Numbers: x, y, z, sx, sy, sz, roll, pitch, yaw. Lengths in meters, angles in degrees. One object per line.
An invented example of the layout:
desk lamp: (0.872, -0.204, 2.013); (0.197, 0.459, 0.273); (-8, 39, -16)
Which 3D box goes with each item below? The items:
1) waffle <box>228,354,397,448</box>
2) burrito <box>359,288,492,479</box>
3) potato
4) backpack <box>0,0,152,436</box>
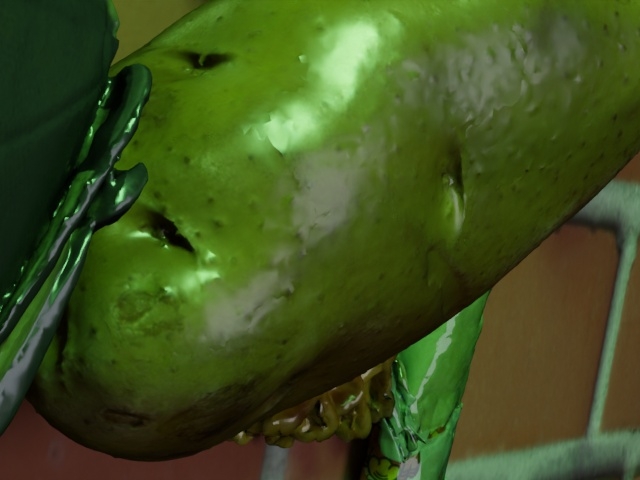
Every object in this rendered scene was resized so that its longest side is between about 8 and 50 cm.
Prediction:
waffle: (0.000, 0.000, 0.975); (0.231, 0.051, 0.228); (9, 96, -63)
burrito: (0.049, 0.111, 1.117); (0.104, 0.054, 0.288); (16, 88, -62)
potato: (0.019, -0.038, 0.786); (0.369, 0.176, 0.195); (-29, 120, -27)
backpack: (-0.156, -0.003, 0.561); (0.207, 0.140, 0.253); (22, 82, -62)
